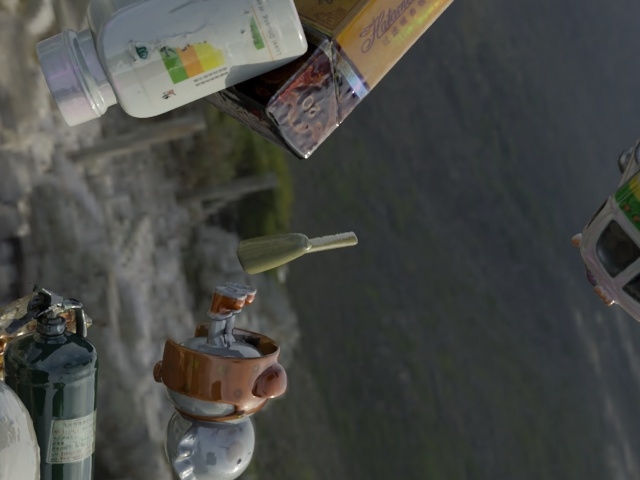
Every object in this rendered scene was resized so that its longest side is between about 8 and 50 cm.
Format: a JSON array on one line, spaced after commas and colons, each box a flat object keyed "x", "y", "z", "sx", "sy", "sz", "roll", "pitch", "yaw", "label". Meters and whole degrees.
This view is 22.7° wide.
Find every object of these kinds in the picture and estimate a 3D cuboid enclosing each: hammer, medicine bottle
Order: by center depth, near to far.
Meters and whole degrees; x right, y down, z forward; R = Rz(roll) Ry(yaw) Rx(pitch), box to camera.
[{"x": 0.000, "y": 0.000, "z": 1.317, "sx": 0.195, "sy": 0.060, "sz": 0.028, "roll": -11, "pitch": 87, "yaw": -66, "label": "hammer"}, {"x": -0.174, "y": -0.234, "z": 1.843, "sx": 0.161, "sy": 0.296, "sz": 0.111, "roll": 71, "pitch": -1, "yaw": -45, "label": "medicine bottle"}]

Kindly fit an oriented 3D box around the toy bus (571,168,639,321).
[{"x": 0.379, "y": -0.036, "z": 1.573, "sx": 0.143, "sy": 0.179, "sz": 0.305, "roll": 48, "pitch": 32, "yaw": 5, "label": "toy bus"}]

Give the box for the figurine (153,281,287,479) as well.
[{"x": -0.123, "y": 0.178, "z": 1.731, "sx": 0.271, "sy": 0.143, "sz": 0.143, "roll": -64, "pitch": 176, "yaw": 16, "label": "figurine"}]

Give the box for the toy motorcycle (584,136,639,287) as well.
[{"x": 0.415, "y": -0.039, "z": 1.825, "sx": 0.110, "sy": 0.171, "sz": 0.260, "roll": 121, "pitch": -6, "yaw": -87, "label": "toy motorcycle"}]

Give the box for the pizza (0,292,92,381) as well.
[{"x": -0.459, "y": 0.154, "z": 2.176, "sx": 0.365, "sy": 0.182, "sz": 0.074, "roll": -22, "pitch": 71, "yaw": -45, "label": "pizza"}]

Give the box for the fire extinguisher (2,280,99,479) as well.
[{"x": -0.256, "y": 0.162, "z": 1.495, "sx": 0.118, "sy": 0.093, "sz": 0.294, "roll": -28, "pitch": 128, "yaw": -56, "label": "fire extinguisher"}]

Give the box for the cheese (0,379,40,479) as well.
[{"x": -0.306, "y": 0.191, "z": 1.249, "sx": 0.198, "sy": 0.154, "sz": 0.189, "roll": 6, "pitch": 86, "yaw": -62, "label": "cheese"}]

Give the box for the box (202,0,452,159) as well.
[{"x": 0.016, "y": -0.317, "z": 2.016, "sx": 0.264, "sy": 0.415, "sz": 0.116, "roll": 35, "pitch": -13, "yaw": 44, "label": "box"}]
